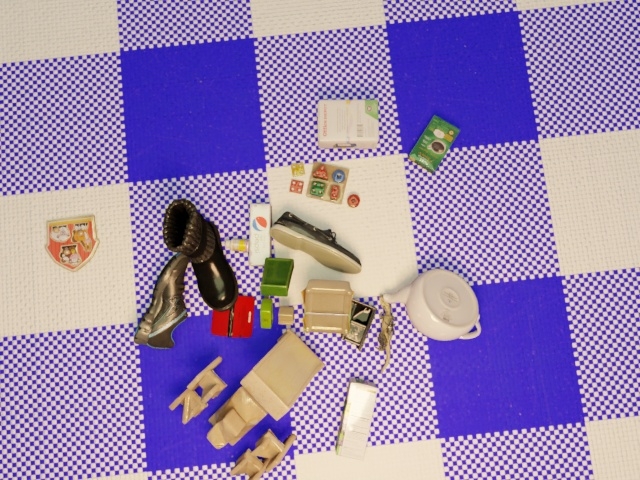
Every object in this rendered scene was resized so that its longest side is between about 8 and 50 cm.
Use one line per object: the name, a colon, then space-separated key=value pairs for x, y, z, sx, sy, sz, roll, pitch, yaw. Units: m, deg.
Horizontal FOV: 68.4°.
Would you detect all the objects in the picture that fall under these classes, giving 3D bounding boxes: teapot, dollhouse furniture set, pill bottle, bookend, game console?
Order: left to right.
game console: x=-0.304 y=0.261 z=1.640 sx=0.124 sy=0.085 sz=0.144 roll=8 pitch=83 yaw=-31
pill bottle: x=-0.289 y=0.016 z=1.651 sx=0.083 sy=0.043 sz=0.044 roll=6 pitch=84 yaw=1
dollhouse furniture set: x=-0.205 y=0.505 z=1.515 sx=0.362 sy=0.256 sz=0.394 roll=44 pitch=119 yaw=5
dollhouse furniture set: x=-0.042 y=0.186 z=1.564 sx=0.301 sy=0.151 sz=0.198 roll=3 pitch=123 yaw=1
bookend: x=0.092 y=0.274 z=1.609 sx=0.157 sy=0.072 sz=0.156 roll=22 pitch=85 yaw=3
teapot: x=0.386 y=0.231 z=1.565 sx=0.252 sy=0.187 sz=0.256 roll=-14 pitch=64 yaw=-29

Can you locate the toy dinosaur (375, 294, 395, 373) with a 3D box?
toy dinosaur: x=0.220 y=0.319 z=1.581 sx=0.063 sy=0.118 sz=0.268 roll=2 pitch=83 yaw=10

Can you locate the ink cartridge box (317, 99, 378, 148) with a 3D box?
ink cartridge box: x=0.096 y=-0.413 z=1.675 sx=0.212 sy=0.093 sz=0.155 roll=0 pitch=83 yaw=-2

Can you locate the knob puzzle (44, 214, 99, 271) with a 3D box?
knob puzzle: x=-0.879 y=0.014 z=1.658 sx=0.213 sy=0.030 sz=0.213 roll=0 pitch=84 yaw=0

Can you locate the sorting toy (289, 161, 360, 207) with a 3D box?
sorting toy: x=0.017 y=-0.211 z=1.676 sx=0.274 sy=0.046 sz=0.132 roll=14 pitch=84 yaw=2

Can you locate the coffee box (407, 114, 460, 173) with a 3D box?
coffee box: x=0.407 y=-0.346 z=1.694 sx=0.113 sy=0.040 sz=0.184 roll=31 pitch=84 yaw=4

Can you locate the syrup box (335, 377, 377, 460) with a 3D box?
syrup box: x=0.119 y=0.588 z=1.564 sx=0.096 sy=0.093 sz=0.237 roll=12 pitch=84 yaw=2

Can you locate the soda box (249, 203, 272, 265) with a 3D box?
soda box: x=-0.208 y=-0.018 z=1.643 sx=0.073 sy=0.069 sz=0.216 roll=0 pitch=84 yaw=-1

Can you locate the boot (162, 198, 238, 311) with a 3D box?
boot: x=-0.387 y=0.056 z=1.518 sx=0.131 sy=0.260 sz=0.348 roll=-23 pitch=76 yaw=-1

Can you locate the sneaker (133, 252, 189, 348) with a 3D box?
sneaker: x=-0.510 y=0.204 z=1.610 sx=0.139 sy=0.125 sz=0.341 roll=23 pitch=86 yaw=-18

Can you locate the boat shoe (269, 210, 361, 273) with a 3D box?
boat shoe: x=-0.001 y=0.002 z=1.620 sx=0.339 sy=0.127 sz=0.113 roll=23 pitch=59 yaw=2
